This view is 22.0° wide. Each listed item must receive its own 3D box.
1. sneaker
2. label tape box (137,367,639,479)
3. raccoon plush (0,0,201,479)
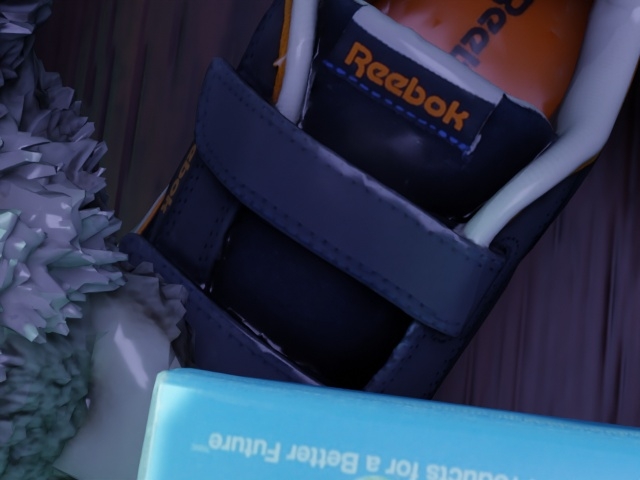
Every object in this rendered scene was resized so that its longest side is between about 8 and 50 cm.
[{"bbox_3d":[0.000,0.000,0.542,0.126,0.127,0.321,31,79,4],"label":"sneaker"},{"bbox_3d":[0.063,0.220,0.405,0.249,0.115,0.348,7,84,11],"label":"label tape box"},{"bbox_3d":[-0.099,-0.122,0.483,0.216,0.299,0.446,13,63,44],"label":"raccoon plush"}]
